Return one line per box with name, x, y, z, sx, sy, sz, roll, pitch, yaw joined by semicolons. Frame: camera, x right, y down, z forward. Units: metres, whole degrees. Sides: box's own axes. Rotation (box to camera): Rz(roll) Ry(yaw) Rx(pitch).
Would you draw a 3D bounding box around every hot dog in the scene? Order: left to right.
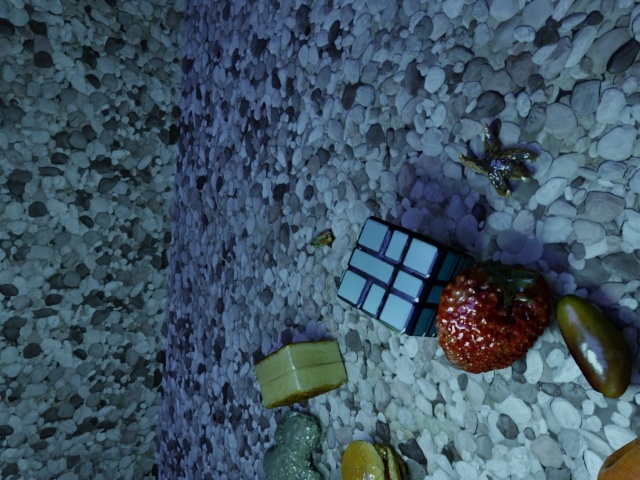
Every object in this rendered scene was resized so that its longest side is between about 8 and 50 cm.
hot dog;0.000;0.000;2.147;0.133;0.041;0.056;-29;68;46

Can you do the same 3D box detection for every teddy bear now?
teddy bear;-0.089;0.897;2.161;0.357;0.224;0.368;38;103;45

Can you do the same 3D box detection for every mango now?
mango;0.685;0.256;1.280;0.133;0.111;0.268;-54;51;55

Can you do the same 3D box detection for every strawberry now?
strawberry;0.459;0.225;1.434;0.267;0.312;0.351;-115;24;-55

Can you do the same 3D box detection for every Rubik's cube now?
Rubik's cube;0.267;0.113;1.578;0.293;0.288;0.283;23;94;36

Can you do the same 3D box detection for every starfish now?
starfish;0.522;-0.236;1.521;0.238;0.071;0.216;8;90;40

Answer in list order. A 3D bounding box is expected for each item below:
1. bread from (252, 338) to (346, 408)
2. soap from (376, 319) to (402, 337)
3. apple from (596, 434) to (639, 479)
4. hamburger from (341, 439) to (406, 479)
bread;-0.078;0.534;2.063;0.279;0.279;0.207;-37;60;40
soap;0.246;0.232;1.829;0.233;0.076;0.135;33;113;45
apple;0.738;0.536;1.111;0.206;0.251;0.272;56;141;35
hamburger;0.175;0.836;1.806;0.244;0.163;0.244;-42;37;42
